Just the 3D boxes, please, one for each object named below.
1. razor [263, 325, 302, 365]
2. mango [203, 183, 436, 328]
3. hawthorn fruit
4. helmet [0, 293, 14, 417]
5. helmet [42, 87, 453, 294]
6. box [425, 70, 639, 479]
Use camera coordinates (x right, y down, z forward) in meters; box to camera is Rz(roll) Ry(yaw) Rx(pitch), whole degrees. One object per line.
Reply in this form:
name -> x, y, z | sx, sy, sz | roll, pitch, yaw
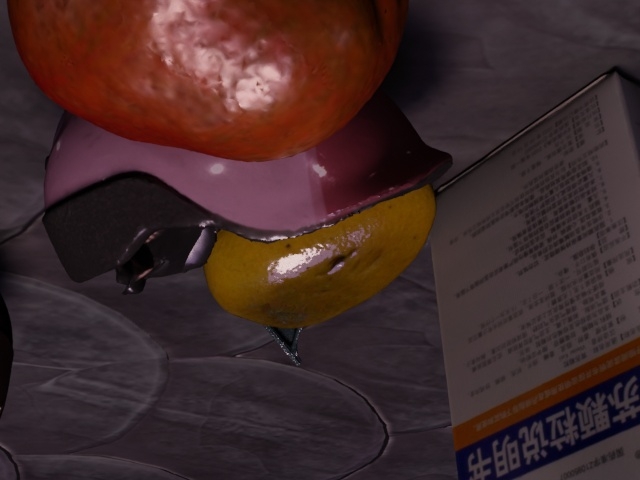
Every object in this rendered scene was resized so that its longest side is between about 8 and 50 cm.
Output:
razor -> 0.021, 0.043, 0.997 | 0.066, 0.033, 0.190 | 50, 127, -3
mango -> 0.000, 0.000, 0.859 | 0.195, 0.098, 0.137 | -26, 137, 23
hawthorn fruit -> -0.075, -0.126, 0.568 | 0.226, 0.196, 0.196 | -19, 146, 32
helmet -> -0.339, 0.092, 0.868 | 0.189, 0.193, 0.216 | 7, 142, -10
helmet -> -0.061, -0.061, 0.707 | 0.253, 0.154, 0.198 | -25, 179, 14
box -> 0.190, 0.059, 0.784 | 0.106, 0.299, 0.200 | 21, 140, -33
